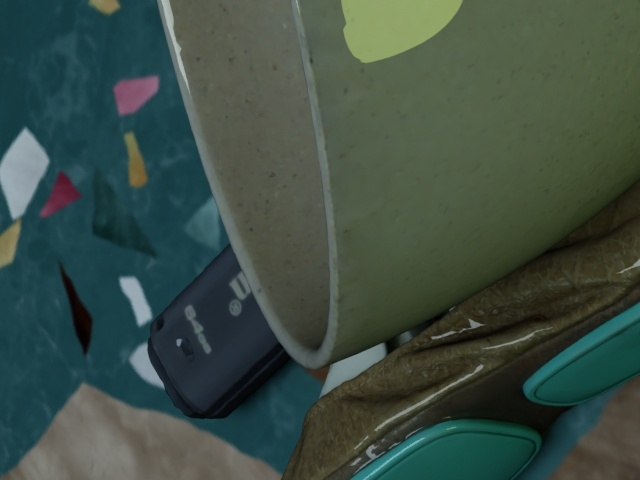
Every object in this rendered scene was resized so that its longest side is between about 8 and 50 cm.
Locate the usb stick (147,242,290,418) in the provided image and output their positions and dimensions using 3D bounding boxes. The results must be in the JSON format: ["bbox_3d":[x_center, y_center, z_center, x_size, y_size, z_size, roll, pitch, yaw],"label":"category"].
[{"bbox_3d":[0.000,0.000,0.902,0.278,0.045,0.077,-44,72,30],"label":"usb stick"}]

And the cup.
[{"bbox_3d":[0.063,-0.134,0.695,0.331,0.237,0.331,166,90,-80],"label":"cup"}]

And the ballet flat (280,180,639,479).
[{"bbox_3d":[0.081,0.052,0.825,0.342,0.116,0.124,-43,51,30],"label":"ballet flat"}]
